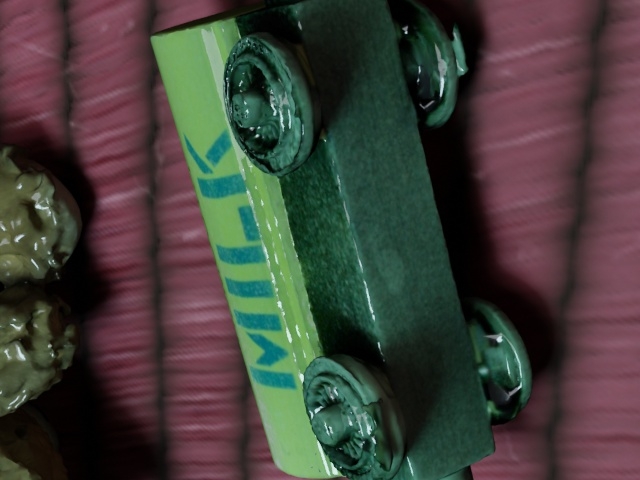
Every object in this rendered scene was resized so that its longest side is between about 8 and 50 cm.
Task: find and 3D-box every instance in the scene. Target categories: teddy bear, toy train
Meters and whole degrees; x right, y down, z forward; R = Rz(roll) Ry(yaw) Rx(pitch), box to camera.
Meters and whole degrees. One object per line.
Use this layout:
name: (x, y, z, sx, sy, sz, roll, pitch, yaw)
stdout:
teddy bear: (-0.214, 0.101, 0.957, 0.267, 0.156, 0.256, -25, 94, 45)
toy train: (0.000, 0.000, 0.750, 0.157, 0.105, 0.253, 0, 109, 57)
